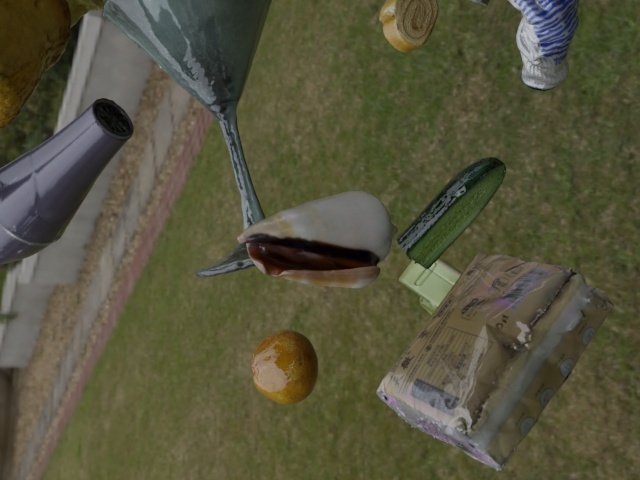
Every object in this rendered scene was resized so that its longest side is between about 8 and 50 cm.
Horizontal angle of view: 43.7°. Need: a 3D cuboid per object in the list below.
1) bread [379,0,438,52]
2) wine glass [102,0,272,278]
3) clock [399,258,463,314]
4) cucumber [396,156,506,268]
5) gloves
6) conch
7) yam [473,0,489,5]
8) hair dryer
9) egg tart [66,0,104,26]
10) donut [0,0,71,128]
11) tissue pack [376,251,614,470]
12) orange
[{"bbox_3d":[0.199,-0.511,1.830,0.073,0.122,0.149,-10,55,66],"label":"bread"},{"bbox_3d":[-0.131,-0.164,1.127,0.267,0.267,0.405,-11,93,64],"label":"wine glass"},{"bbox_3d":[0.310,0.154,1.644,0.235,0.308,0.096,35,86,40],"label":"clock"},{"bbox_3d":[0.233,-0.059,1.428,0.244,0.115,0.063,-46,59,18],"label":"cucumber"},{"bbox_3d":[0.312,-0.319,1.108,0.097,0.119,0.229,5,134,32],"label":"gloves"},{"bbox_3d":[0.007,-0.001,0.840,0.094,0.176,0.104,-5,88,50],"label":"conch"},{"bbox_3d":[0.396,-0.613,1.859,0.132,0.054,0.054,-63,31,20],"label":"yam"},{"bbox_3d":[-0.437,-0.090,0.961,0.301,0.361,0.121,-37,61,29],"label":"hair dryer"},{"bbox_3d":[-0.533,-0.438,1.416,0.290,0.290,0.115,34,109,62],"label":"egg tart"},{"bbox_3d":[-0.377,-0.186,0.683,0.303,0.303,0.110,144,137,-58],"label":"donut"},{"bbox_3d":[0.213,0.139,1.023,0.256,0.123,0.215,-49,22,-14],"label":"tissue pack"},{"bbox_3d":[-0.079,0.267,1.685,0.159,0.136,0.158,179,90,-67],"label":"orange"}]
